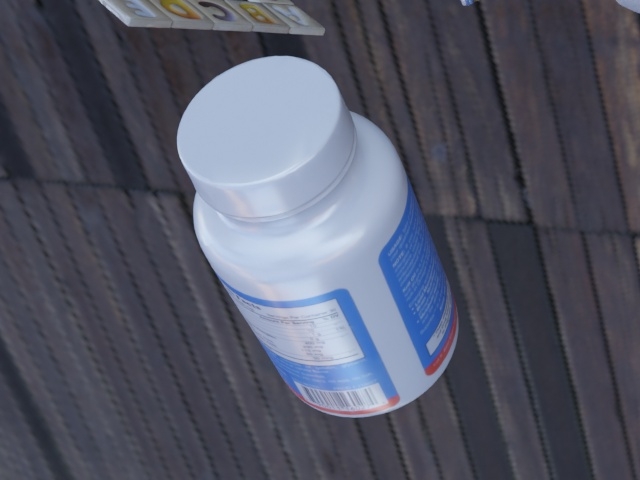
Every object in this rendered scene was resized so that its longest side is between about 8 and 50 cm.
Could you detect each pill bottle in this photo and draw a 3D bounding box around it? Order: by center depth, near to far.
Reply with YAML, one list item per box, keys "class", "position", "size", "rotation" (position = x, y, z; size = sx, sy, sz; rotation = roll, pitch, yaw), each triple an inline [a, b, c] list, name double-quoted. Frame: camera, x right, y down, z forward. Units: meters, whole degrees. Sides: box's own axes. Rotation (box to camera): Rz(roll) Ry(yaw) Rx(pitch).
- class: "pill bottle"
  position: [0.000, 0.000, 0.749]
  size: [0.124, 0.124, 0.221]
  rotation: [16, 151, 29]

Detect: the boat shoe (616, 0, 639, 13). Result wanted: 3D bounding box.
- class: "boat shoe"
  position: [0.385, -0.302, 1.398]
  size: [0.096, 0.267, 0.088]
  rotation: [-32, 64, 39]

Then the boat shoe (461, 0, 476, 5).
- class: "boat shoe"
  position: [0.150, -0.297, 1.144]
  size: [0.066, 0.183, 0.066]
  rotation: [0, 165, 15]

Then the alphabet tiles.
- class: "alphabet tiles"
  position: [-0.138, -0.210, 0.969]
  size: [0.198, 0.237, 0.009]
  rotation: [43, 121, 31]
